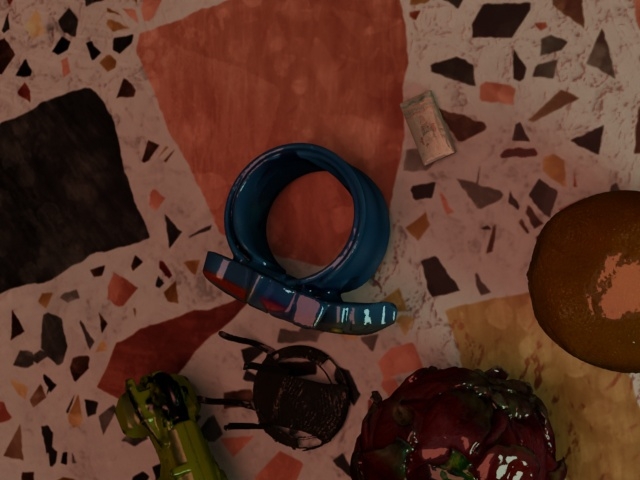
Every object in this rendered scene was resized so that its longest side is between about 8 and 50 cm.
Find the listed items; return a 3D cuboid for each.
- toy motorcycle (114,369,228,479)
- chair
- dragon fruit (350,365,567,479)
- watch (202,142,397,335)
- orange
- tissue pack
[{"bbox_3d":[-0.230,0.385,1.930,0.206,0.142,0.342,-36,72,48],"label":"toy motorcycle"},{"bbox_3d":[-0.071,0.250,1.896,0.213,0.149,0.174,16,98,-21],"label":"chair"},{"bbox_3d":[0.190,0.339,1.673,0.329,0.329,0.329,1,93,23],"label":"dragon fruit"},{"bbox_3d":[0.000,0.000,1.791,0.305,0.241,0.274,17,85,21],"label":"watch"},{"bbox_3d":[0.414,0.057,1.598,0.264,0.264,0.264,1,93,23],"label":"orange"},{"bbox_3d":[0.168,-0.176,1.806,0.056,0.023,0.108,-24,84,22],"label":"tissue pack"}]
